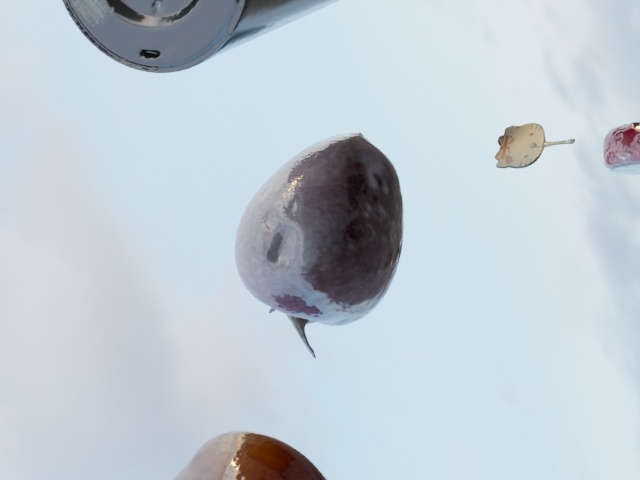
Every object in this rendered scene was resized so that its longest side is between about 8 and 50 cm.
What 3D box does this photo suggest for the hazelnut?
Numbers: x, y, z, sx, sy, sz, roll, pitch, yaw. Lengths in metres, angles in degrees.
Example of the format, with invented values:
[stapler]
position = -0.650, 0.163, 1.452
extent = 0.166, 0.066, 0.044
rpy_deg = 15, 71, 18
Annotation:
[hazelnut]
position = -0.082, 0.331, 1.879
extent = 0.210, 0.210, 0.186
rpy_deg = 54, -168, -32

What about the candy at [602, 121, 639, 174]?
[candy]
position = 0.331, -0.091, 1.623
extent = 0.103, 0.103, 0.043
rpy_deg = 14, -107, -66

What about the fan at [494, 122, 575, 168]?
[fan]
position = 0.207, -0.093, 1.578
extent = 0.004, 0.083, 0.056
rpy_deg = 50, -135, -43

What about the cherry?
[cherry]
position = 0.000, 0.000, 1.865
extent = 0.213, 0.183, 0.266
rpy_deg = 27, -98, -80

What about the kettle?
[kettle]
position = -0.067, -0.307, 1.467
extent = 0.308, 0.203, 0.262
rpy_deg = -31, -38, -56
